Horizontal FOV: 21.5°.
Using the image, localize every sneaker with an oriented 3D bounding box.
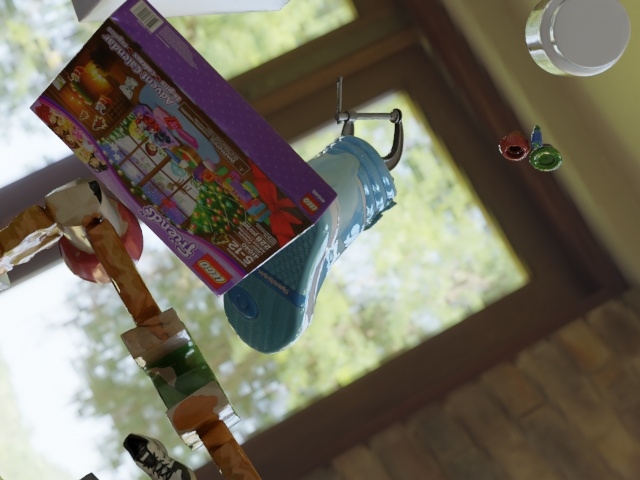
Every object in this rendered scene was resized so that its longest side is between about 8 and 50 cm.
[{"bbox_3d":[0.000,0.000,2.123,0.127,0.208,0.319,40,-41,12],"label":"sneaker"},{"bbox_3d":[-0.137,0.188,1.405,0.083,0.032,0.037,32,-2,45],"label":"sneaker"}]

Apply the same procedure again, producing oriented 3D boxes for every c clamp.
[{"bbox_3d":[0.073,-0.160,2.440,0.022,0.161,0.137,12,-84,41],"label":"c clamp"}]

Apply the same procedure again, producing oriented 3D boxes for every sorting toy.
[{"bbox_3d":[0.331,-0.149,2.637,0.061,0.102,0.042,114,-12,-48],"label":"sorting toy"}]

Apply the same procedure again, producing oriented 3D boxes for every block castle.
[{"bbox_3d":[-0.216,0.198,1.574,0.453,0.303,0.213,57,-6,14],"label":"block castle"}]

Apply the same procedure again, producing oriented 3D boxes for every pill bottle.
[{"bbox_3d":[0.342,-0.276,2.235,0.208,0.119,0.119,-95,160,-84],"label":"pill bottle"}]

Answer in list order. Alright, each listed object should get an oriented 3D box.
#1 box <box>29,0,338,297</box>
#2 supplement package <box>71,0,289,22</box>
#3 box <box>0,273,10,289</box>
[{"bbox_3d":[-0.146,-0.093,1.761,0.293,0.057,0.201,45,-41,-6],"label":"box"},{"bbox_3d":[-0.146,-0.373,1.955,0.175,0.293,0.177,-37,-112,49],"label":"supplement package"},{"bbox_3d":[-0.532,0.007,2.387,0.091,0.130,0.170,105,-35,-86],"label":"box"}]
